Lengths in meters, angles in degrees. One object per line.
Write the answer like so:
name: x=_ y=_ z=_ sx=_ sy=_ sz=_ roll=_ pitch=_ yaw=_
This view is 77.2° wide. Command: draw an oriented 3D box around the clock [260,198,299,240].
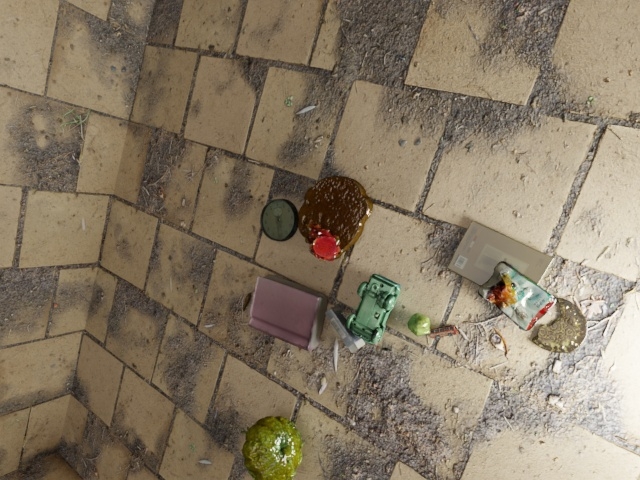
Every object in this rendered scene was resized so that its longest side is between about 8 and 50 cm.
clock: x=-0.206 y=-0.101 z=1.987 sx=0.215 sy=0.042 sz=0.215 roll=0 pitch=90 yaw=29

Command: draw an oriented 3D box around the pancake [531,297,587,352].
pancake: x=0.836 y=0.307 z=1.416 sx=0.190 sy=0.020 sz=0.184 roll=-28 pitch=77 yaw=25

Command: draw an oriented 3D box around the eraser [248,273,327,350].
eraser: x=-0.156 y=0.337 z=1.919 sx=0.359 sy=0.122 sz=0.272 roll=13 pitch=95 yaw=28

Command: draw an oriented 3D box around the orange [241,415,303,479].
orange: x=-0.214 y=0.968 z=1.841 sx=0.223 sy=0.300 sz=0.301 roll=-33 pitch=52 yaw=43

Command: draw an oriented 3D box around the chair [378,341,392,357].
chair: x=0.280 y=0.471 z=1.718 sx=0.042 sy=0.037 sz=0.086 roll=18 pitch=95 yaw=39

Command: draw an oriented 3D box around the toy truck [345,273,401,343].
toy truck: x=0.226 y=0.287 z=1.679 sx=0.155 sy=0.156 sz=0.279 roll=25 pitch=103 yaw=27

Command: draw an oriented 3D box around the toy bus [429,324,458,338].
toy bus: x=0.492 y=0.366 z=1.603 sx=0.110 sy=0.031 sz=0.043 roll=-19 pitch=74 yaw=28

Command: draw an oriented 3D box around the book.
book: x=0.666 y=0.086 z=1.510 sx=0.310 sy=0.021 sz=0.217 roll=31 pitch=104 yaw=26

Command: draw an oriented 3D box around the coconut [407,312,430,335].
coconut: x=0.403 y=0.344 z=1.624 sx=0.096 sy=0.088 sz=0.088 roll=34 pitch=106 yaw=30

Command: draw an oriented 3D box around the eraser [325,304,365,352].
eraser: x=0.109 y=0.391 z=1.782 sx=0.046 sy=0.092 sz=0.212 roll=-42 pitch=71 yaw=22

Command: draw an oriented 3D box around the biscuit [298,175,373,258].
biscuit: x=0.058 y=-0.103 z=1.823 sx=0.359 sy=0.074 sz=0.381 roll=12 pitch=98 yaw=30

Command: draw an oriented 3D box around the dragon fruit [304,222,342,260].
dragon fruit: x=0.000 y=0.000 z=1.754 sx=0.133 sy=0.150 sz=0.207 roll=-36 pitch=64 yaw=-7

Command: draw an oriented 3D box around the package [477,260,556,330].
package: x=0.704 y=0.200 z=1.455 sx=0.232 sy=0.040 sz=0.166 roll=43 pitch=109 yaw=21

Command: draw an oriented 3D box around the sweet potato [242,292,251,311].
sweet potato: x=-0.389 y=0.324 z=2.100 sx=0.026 sy=0.026 sz=0.115 roll=30 pitch=103 yaw=26
